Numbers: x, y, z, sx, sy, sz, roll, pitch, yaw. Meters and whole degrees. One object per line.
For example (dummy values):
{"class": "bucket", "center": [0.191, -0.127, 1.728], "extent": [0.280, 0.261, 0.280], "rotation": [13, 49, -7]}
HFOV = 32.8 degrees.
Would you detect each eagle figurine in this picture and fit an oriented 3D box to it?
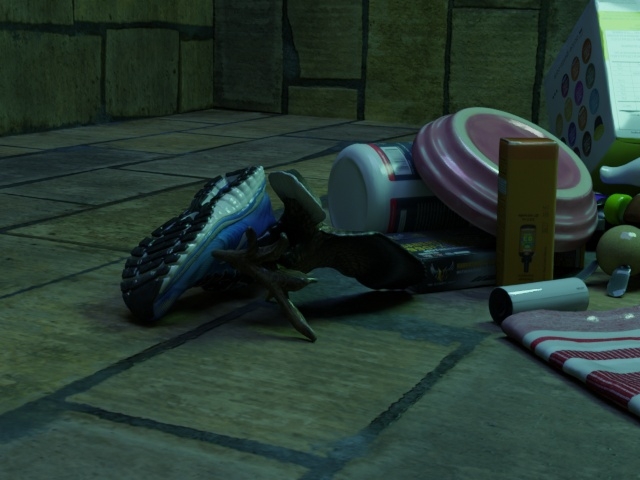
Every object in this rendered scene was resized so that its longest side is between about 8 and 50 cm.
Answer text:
{"class": "eagle figurine", "center": [-0.007, 0.005, 1.530], "extent": [0.225, 0.226, 0.298], "rotation": [-15, 4, 40]}

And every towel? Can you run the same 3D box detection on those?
{"class": "towel", "center": [0.395, 0.137, 1.301], "extent": [0.237, 0.037, 0.329], "rotation": [-4, 13, -17]}

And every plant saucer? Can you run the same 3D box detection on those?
{"class": "plant saucer", "center": [0.315, -0.116, 1.785], "extent": [0.332, 0.084, 0.332], "rotation": [17, 33, -12]}

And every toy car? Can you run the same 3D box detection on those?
{"class": "toy car", "center": [0.484, 0.028, 1.695], "extent": [0.188, 0.149, 0.155], "rotation": [-38, 27, -24]}

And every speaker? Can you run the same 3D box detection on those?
{"class": "speaker", "center": [0.299, 0.084, 1.490], "extent": [0.136, 0.055, 0.055], "rotation": [-6, 14, -27]}

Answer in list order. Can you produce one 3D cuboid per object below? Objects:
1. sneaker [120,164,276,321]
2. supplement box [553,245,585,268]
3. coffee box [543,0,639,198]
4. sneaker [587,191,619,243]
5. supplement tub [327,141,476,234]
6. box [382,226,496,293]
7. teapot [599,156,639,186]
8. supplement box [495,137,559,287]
{"class": "sneaker", "center": [-0.151, 0.023, 1.547], "extent": [0.130, 0.147, 0.330], "rotation": [-12, 23, 38]}
{"class": "supplement box", "center": [0.398, 0.015, 1.816], "extent": [0.083, 0.055, 0.043], "rotation": [4, 11, 7]}
{"class": "coffee box", "center": [0.682, -0.266, 2.220], "extent": [0.338, 0.334, 0.337], "rotation": [1, -23, -6]}
{"class": "sneaker", "center": [0.451, -0.041, 1.971], "extent": [0.293, 0.102, 0.146], "rotation": [-4, 14, -22]}
{"class": "supplement tub", "center": [0.167, -0.078, 1.904], "extent": [0.272, 0.191, 0.191], "rotation": [-4, 13, -25]}
{"class": "box", "center": [0.210, 0.027, 1.742], "extent": [0.231, 0.056, 0.183], "rotation": [-4, 14, -26]}
{"class": "teapot", "center": [0.687, -0.082, 1.973], "extent": [0.252, 0.256, 0.187], "rotation": [-24, -9, -20]}
{"class": "supplement box", "center": [0.303, -0.034, 1.613], "extent": [0.078, 0.233, 0.080], "rotation": [0, 9, -4]}
